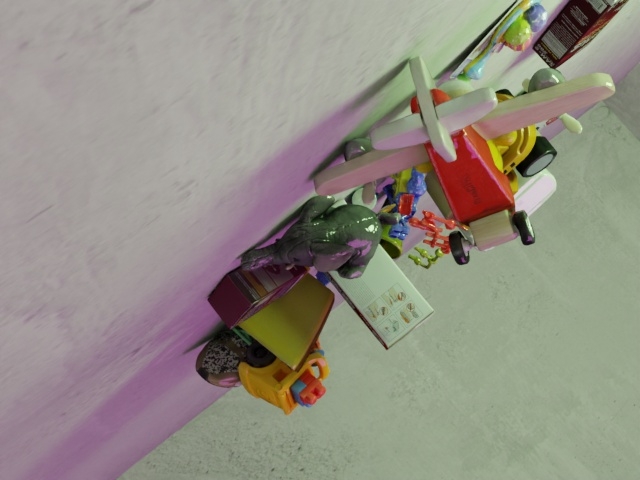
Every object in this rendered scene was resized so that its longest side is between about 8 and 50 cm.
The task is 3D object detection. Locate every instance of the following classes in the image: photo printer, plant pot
[{"bbox_3d":[0.417,-0.153,2.119,0.256,0.308,0.107,-44,131,14],"label":"photo printer"},{"bbox_3d":[-0.079,0.155,1.876,0.187,0.212,0.212,-51,173,-8],"label":"plant pot"}]

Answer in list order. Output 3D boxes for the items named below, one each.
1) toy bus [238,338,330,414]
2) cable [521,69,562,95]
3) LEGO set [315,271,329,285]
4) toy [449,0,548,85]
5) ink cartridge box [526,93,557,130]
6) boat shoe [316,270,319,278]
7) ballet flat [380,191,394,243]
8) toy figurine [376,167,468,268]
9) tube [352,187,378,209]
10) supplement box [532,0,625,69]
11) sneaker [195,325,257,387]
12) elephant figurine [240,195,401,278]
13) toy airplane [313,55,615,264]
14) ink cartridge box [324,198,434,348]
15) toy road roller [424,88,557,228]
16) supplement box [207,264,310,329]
[{"bbox_3d":[-0.054,0.309,2.023,0.220,0.211,0.149,-43,140,-26],"label":"toy bus"},{"bbox_3d":[0.614,-0.411,2.343,0.150,0.047,0.184,-41,172,12],"label":"cable"},{"bbox_3d":[0.019,0.046,2.063,0.227,0.087,0.093,-43,171,15],"label":"LEGO set"},{"bbox_3d":[0.333,-0.352,1.448,0.237,0.056,0.137,-43,171,22],"label":"toy"},{"bbox_3d":[0.549,-0.328,2.267,0.175,0.072,0.127,-33,163,13],"label":"ink cartridge box"},{"bbox_3d":[0.033,0.077,2.411,0.045,0.050,0.135,-51,176,39],"label":"boat shoe"},{"bbox_3d":[0.174,-0.064,2.067,0.250,0.058,0.084,-54,161,-15],"label":"ballet flat"},{"bbox_3d":[0.220,-0.095,1.879,0.362,0.191,0.217,102,1,-73],"label":"toy figurine"},{"bbox_3d":[0.102,-0.085,1.882,0.080,0.052,0.207,-39,176,3],"label":"tube"},{"bbox_3d":[0.553,-0.467,1.725,0.130,0.073,0.239,-36,171,-25],"label":"supplement box"},{"bbox_3d":[-0.154,0.208,2.119,0.410,0.158,0.182,-35,150,-37],"label":"sneaker"},{"bbox_3d":[0.000,0.000,1.593,0.239,0.169,0.186,2,111,-54],"label":"elephant figurine"},{"bbox_3d":[0.218,-0.169,1.362,0.386,0.273,0.384,10,142,-16],"label":"toy airplane"},{"bbox_3d":[0.100,0.086,1.856,0.130,0.309,0.272,-39,171,-3],"label":"ink cartridge box"},{"bbox_3d":[0.339,-0.188,1.889,0.240,0.203,0.329,-4,146,-50],"label":"toy road roller"},{"bbox_3d":[-0.124,0.089,1.697,0.188,0.081,0.104,-30,168,-46],"label":"supplement box"}]
